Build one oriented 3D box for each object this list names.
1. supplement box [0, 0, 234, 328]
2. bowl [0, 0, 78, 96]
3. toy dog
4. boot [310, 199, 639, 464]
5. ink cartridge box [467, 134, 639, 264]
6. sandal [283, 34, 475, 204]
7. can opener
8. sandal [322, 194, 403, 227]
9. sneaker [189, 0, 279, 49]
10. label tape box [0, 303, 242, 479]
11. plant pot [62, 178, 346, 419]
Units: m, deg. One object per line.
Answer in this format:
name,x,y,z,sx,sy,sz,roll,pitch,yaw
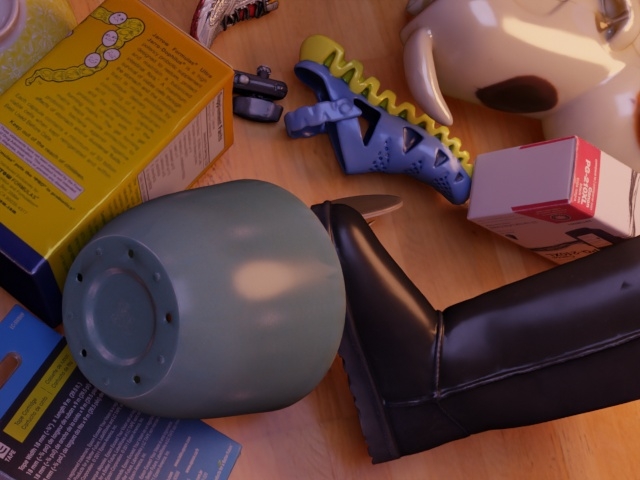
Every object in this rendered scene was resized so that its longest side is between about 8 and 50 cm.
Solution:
supplement box,-0.291,-0.103,1.435,0.195,0.194,0.356,37,68,11
bowl,-0.448,-0.275,1.479,0.289,0.156,0.289,4,74,-13
toy dog,0.336,-0.253,1.599,0.408,0.284,0.395,38,49,-11
boot,0.239,0.069,1.457,0.445,0.146,0.367,-15,109,7
ink cartridge box,0.345,-0.046,1.570,0.237,0.172,0.100,22,70,-38
sandal,0.073,-0.142,1.608,0.317,0.126,0.138,36,79,3
can opener,-0.135,-0.221,1.597,0.186,0.059,0.073,16,72,-10
sandal,-0.001,-0.002,1.579,0.240,0.088,0.079,-11,110,-10
sneaker,-0.106,-0.348,1.624,0.092,0.088,0.225,37,70,-4
label tape box,-0.283,0.256,1.344,0.333,0.106,0.240,33,30,-4
plant pot,-0.155,0.078,1.345,0.235,0.293,0.293,-7,74,-55
